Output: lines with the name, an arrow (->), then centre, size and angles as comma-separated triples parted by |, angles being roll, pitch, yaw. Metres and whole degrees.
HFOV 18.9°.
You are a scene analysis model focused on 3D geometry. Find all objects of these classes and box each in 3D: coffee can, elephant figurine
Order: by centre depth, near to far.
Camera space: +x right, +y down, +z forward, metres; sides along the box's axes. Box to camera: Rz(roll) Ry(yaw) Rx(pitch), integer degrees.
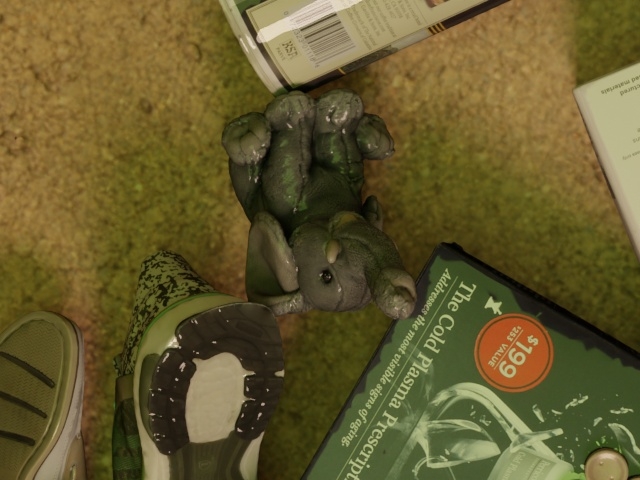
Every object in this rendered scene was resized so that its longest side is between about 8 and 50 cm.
elephant figurine -> 0.000, 0.000, 1.703 | 0.169, 0.186, 0.239 | -20, 69, 12
coffee can -> 0.051, -0.268, 1.707 | 0.275, 0.201, 0.201 | -23, 90, 10

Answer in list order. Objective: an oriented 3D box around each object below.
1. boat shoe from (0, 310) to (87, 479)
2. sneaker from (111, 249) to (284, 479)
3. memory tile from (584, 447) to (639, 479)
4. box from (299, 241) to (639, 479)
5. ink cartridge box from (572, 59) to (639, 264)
boat shoe -> -0.283, 0.209, 1.845 | 0.113, 0.103, 0.302 | 22, 99, 25
sneaker -> -0.138, 0.182, 1.794 | 0.158, 0.182, 0.410 | -1, 125, -26
memory tile -> 0.259, 0.255, 1.614 | 0.148, 0.012, 0.113 | 40, 93, 5
box -> 0.159, 0.223, 1.721 | 0.312, 0.179, 0.343 | 30, 93, 5
ink cartridge box -> 0.322, -0.027, 1.680 | 0.115, 0.198, 0.273 | -22, 90, 9
